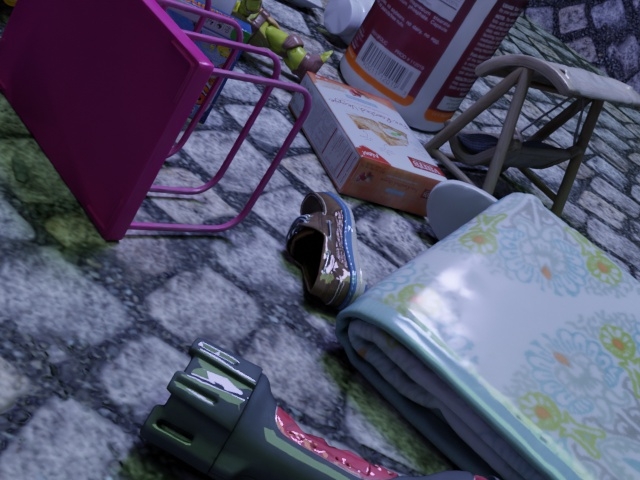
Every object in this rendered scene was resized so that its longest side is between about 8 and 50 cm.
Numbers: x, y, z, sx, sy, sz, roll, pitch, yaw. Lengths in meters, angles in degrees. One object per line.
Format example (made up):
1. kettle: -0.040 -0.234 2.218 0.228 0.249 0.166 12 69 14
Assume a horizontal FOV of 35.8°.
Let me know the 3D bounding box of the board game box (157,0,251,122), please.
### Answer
1. board game box: -0.204 -0.246 1.219 0.201 0.136 0.035 22 27 -19

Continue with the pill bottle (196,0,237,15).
1. pill bottle: -0.306 -0.398 1.268 0.408 0.229 0.229 22 27 -20

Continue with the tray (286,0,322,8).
1. tray: -0.127 -0.521 1.916 0.270 0.030 0.145 21 27 -23

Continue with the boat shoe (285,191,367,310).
1. boat shoe: 0.000 0.000 1.093 0.066 0.066 0.183 17 30 -27

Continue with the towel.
1. towel: 0.243 0.134 1.007 0.374 0.090 0.320 43 45 19

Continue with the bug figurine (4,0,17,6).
1. bug figurine: -0.349 -0.343 1.082 0.216 0.279 0.072 25 39 -8

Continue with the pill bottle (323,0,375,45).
1. pill bottle: 0.096 -0.411 1.886 0.184 0.103 0.103 4 37 -45

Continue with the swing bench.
1. swing bench: 0.331 -0.174 1.553 0.253 0.254 0.165 1 39 -48

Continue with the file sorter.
1. file sorter: -0.177 -0.167 1.037 0.182 0.202 0.290 2 39 -49

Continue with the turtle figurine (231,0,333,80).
1. turtle figurine: -0.087 -0.328 1.509 0.217 0.087 0.269 38 -15 -8

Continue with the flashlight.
1. flashlight: 0.021 0.176 0.770 0.304 0.103 0.103 31 -1 -2

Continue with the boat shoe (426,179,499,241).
1. boat shoe: 0.258 0.002 1.350 0.267 0.096 0.088 31 21 -5

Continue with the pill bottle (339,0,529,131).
1. pill bottle: 0.217 -0.401 1.669 0.224 0.392 0.224 26 26 -14

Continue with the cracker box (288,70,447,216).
1. cracker box: 0.065 -0.140 1.413 0.156 0.067 0.232 14 32 -33
